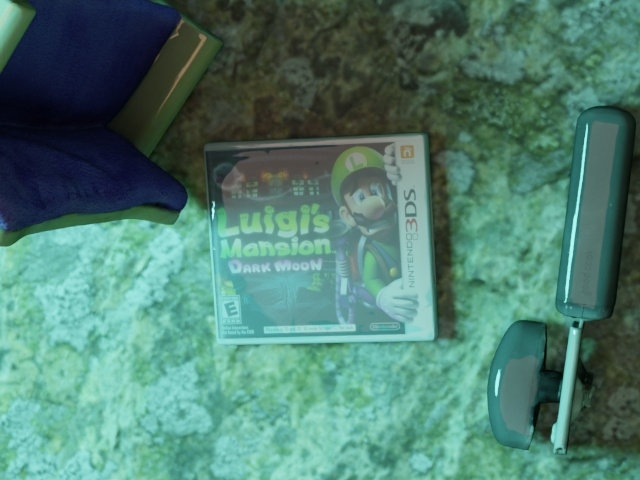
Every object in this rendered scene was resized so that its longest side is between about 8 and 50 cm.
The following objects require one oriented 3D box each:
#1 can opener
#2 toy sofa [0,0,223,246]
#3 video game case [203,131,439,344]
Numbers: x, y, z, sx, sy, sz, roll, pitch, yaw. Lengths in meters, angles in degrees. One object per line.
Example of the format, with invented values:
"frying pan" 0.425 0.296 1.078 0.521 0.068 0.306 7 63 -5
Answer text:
"can opener" 0.188 0.032 1.301 0.095 0.076 0.283 7 98 11
"toy sofa" -0.193 -0.114 1.222 0.177 0.362 0.150 36 103 12
"video game case" 0.000 0.000 1.366 0.190 0.022 0.173 -2 97 13
